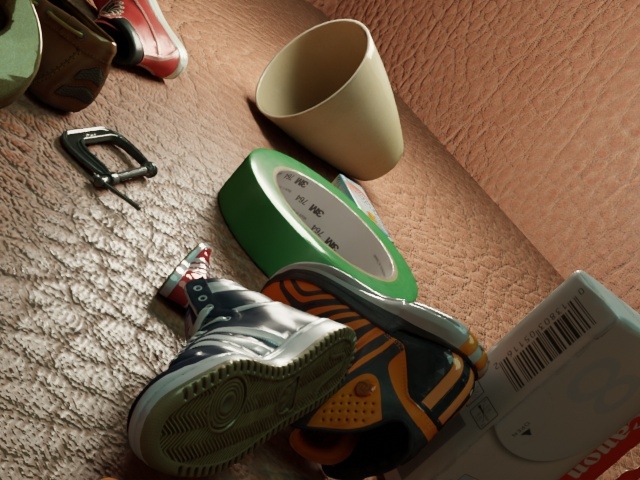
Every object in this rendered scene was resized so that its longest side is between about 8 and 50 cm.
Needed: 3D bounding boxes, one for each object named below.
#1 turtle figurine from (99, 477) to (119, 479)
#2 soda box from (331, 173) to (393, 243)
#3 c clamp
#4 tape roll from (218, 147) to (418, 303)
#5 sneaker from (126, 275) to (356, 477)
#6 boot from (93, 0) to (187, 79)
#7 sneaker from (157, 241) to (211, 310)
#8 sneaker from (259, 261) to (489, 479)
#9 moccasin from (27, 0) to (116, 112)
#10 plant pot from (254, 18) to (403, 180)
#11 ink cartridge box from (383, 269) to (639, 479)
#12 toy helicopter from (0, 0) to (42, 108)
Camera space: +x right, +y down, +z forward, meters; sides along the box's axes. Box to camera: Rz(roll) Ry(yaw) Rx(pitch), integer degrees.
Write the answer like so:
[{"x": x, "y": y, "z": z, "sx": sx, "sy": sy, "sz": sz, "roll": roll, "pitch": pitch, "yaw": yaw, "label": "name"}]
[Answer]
[{"x": -0.107, "y": 0.224, "z": 0.550, "sx": 0.217, "sy": 0.087, "sz": 0.269, "roll": 50, "pitch": 19, "yaw": 23, "label": "turtle figurine"}, {"x": 0.060, "y": -0.037, "z": 1.570, "sx": 0.058, "sy": 0.063, "sz": 0.183, "roll": 30, "pitch": 21, "yaw": -34, "label": "soda box"}, {"x": -0.249, "y": -0.092, "z": 1.114, "sx": 0.137, "sy": 0.022, "sz": 0.160, "roll": 37, "pitch": 19, "yaw": 0, "label": "c clamp"}, {"x": 0.000, "y": 0.000, "z": 1.334, "sx": 0.321, "sy": 0.077, "sz": 0.321, "roll": 38, "pitch": 18, "yaw": -15, "label": "tape roll"}, {"x": -0.101, "y": 0.107, "z": 0.788, "sx": 0.153, "sy": 0.099, "sz": 0.282, "roll": 22, "pitch": 18, "yaw": 27, "label": "sneaker"}, {"x": -0.337, "y": -0.371, "z": 1.475, "sx": 0.244, "sy": 0.088, "sz": 0.176, "roll": 52, "pitch": 21, "yaw": 17, "label": "boot"}, {"x": -0.129, "y": 0.047, "z": 0.999, "sx": 0.067, "sy": 0.042, "sz": 0.118, "roll": 37, "pitch": 25, "yaw": -4, "label": "sneaker"}, {"x": 0.004, "y": 0.133, "z": 0.954, "sx": 0.321, "sy": 0.180, "sz": 0.124, "roll": 12, "pitch": -36, "yaw": 50, "label": "sneaker"}, {"x": -0.384, "y": -0.336, "z": 1.179, "sx": 0.139, "sy": 0.147, "sz": 0.380, "roll": 16, "pitch": 31, "yaw": -55, "label": "moccasin"}, {"x": 0.048, "y": -0.251, "z": 1.824, "sx": 0.274, "sy": 0.256, "sz": 0.256, "roll": 50, "pitch": 9, "yaw": -40, "label": "plant pot"}, {"x": 0.301, "y": 0.235, "z": 1.041, "sx": 0.385, "sy": 0.308, "sz": 0.091, "roll": 32, "pitch": 20, "yaw": -34, "label": "ink cartridge box"}, {"x": -0.414, "y": -0.181, "z": 0.762, "sx": 0.355, "sy": 0.140, "sz": 0.235, "roll": 5, "pitch": 77, "yaw": -33, "label": "toy helicopter"}]
